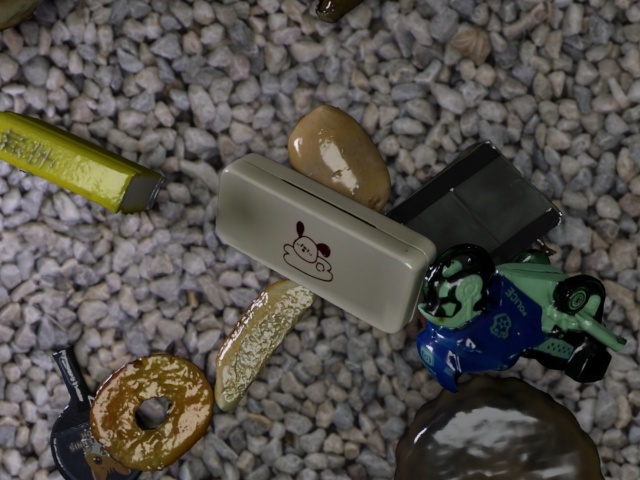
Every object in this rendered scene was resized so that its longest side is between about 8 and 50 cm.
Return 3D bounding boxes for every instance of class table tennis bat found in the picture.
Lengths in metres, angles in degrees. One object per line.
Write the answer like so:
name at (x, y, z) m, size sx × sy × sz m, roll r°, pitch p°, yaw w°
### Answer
table tennis bat at (-0.350, 0.274, 1.220) m, size 0.150 × 0.027 × 0.236 m, roll -20°, pitch 94°, yaw 2°

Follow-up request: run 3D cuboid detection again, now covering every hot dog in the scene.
hot dog at (-0.088, 0.137, 1.170) m, size 0.073 × 0.084 × 0.242 m, roll 37°, pitch 94°, yaw 4°

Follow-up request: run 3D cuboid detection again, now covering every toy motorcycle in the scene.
toy motorcycle at (0.250, 0.112, 1.056) m, size 0.331 × 0.125 × 0.196 m, roll 13°, pitch 108°, yaw -33°

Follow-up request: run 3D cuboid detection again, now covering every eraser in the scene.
eraser at (-0.350, -0.110, 1.134) m, size 0.226 × 0.158 × 0.069 m, roll 24°, pitch 96°, yaw 2°

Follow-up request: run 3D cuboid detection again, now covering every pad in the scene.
pad at (0.200, -0.021, 1.126) m, size 0.233 × 0.022 × 0.174 m, roll -38°, pitch 68°, yaw -9°

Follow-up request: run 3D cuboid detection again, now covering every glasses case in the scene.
glasses case at (0.000, 0.000, 1.094) m, size 0.313 × 0.070 × 0.131 m, roll 28°, pitch 131°, yaw 20°

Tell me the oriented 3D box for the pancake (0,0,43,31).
pancake at (-0.482, -0.459, 1.088) m, size 0.356 × 0.065 × 0.356 m, roll 3°, pitch 83°, yaw -24°

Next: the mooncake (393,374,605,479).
mooncake at (0.243, 0.332, 1.124) m, size 0.290 × 0.161 × 0.290 m, roll 0°, pitch 94°, yaw 5°

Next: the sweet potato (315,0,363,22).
sweet potato at (0.085, -0.436, 1.142) m, size 0.112 × 0.085 × 0.286 m, roll 37°, pitch 107°, yaw 34°

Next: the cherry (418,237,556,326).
cherry at (0.230, 0.053, 1.157) m, size 0.225 × 0.090 × 0.107 m, roll -36°, pitch 53°, yaw -18°

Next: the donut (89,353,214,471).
donut at (-0.245, 0.246, 1.184) m, size 0.178 × 0.065 × 0.162 m, roll -34°, pitch 98°, yaw -7°

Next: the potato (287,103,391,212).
potato at (0.026, -0.104, 1.140) m, size 0.118 × 0.109 × 0.178 m, roll -32°, pitch 90°, yaw -19°
